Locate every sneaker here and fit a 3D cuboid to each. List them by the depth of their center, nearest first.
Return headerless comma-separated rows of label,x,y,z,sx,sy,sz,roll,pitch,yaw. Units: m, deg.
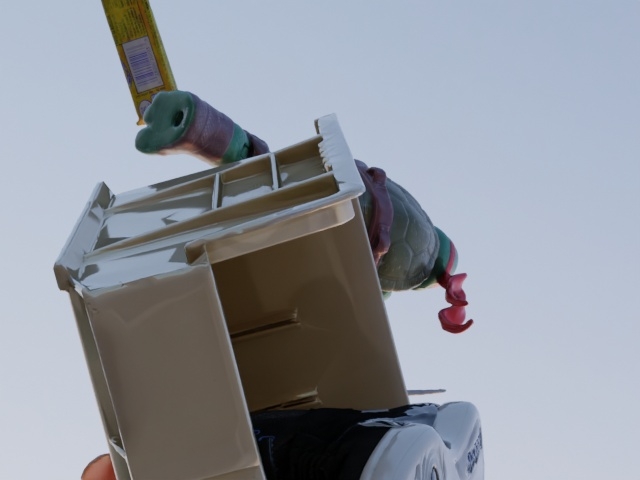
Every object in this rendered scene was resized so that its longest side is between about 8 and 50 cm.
sneaker,-0.001,0.116,0.856,0.121,0.217,0.079,-4,-89,13

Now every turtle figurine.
turtle figurine,0.000,0.000,1.160,0.234,0.175,0.118,22,-47,-36

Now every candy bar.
candy bar,-0.131,-0.155,1.367,0.040,0.018,0.161,-17,-84,4

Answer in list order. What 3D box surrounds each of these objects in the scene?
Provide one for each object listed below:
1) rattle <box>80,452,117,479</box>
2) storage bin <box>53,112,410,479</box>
rattle,-0.059,0.169,1.397,0.199,0.143,0.130,3,-82,2
storage bin,-0.013,0.100,0.845,0.260,0.123,0.262,-103,179,-80
